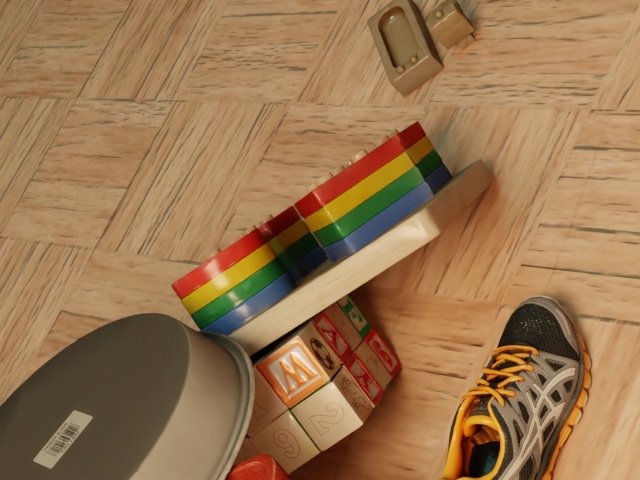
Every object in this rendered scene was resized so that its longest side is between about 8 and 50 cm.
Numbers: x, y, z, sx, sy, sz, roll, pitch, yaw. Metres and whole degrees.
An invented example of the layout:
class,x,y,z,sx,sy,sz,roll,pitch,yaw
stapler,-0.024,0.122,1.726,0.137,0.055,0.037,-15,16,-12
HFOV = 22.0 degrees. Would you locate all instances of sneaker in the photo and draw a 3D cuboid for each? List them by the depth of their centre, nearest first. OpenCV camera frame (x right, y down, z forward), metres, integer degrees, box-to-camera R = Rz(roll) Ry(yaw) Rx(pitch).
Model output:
class,x,y,z,sx,sy,sz,roll,pitch,yaw
sneaker,0.147,0.131,1.274,0.084,0.083,0.215,-12,50,40

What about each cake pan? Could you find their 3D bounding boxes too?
class,x,y,z,sx,sy,sz,roll,pitch,yaw
cake pan,-0.179,0.165,1.232,0.293,0.054,0.293,-31,29,19

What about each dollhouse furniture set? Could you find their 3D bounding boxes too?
class,x,y,z,sx,sy,sz,roll,pitch,yaw
dollhouse furniture set,0.092,-0.260,1.625,0.151,0.123,0.144,-36,40,17

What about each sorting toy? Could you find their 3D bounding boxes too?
class,x,y,z,sx,sy,sz,roll,pitch,yaw
sorting toy,0.000,0.000,1.409,0.257,0.089,0.255,-33,1,20

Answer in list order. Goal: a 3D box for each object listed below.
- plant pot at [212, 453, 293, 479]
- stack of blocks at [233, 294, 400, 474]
class,x,y,z,sx,sy,sz,roll,pitch,yaw
plant pot,-0.071,0.358,1.162,0.267,0.236,0.267,-27,38,25
stack of blocks,-0.087,0.174,1.396,0.297,0.087,0.171,-36,2,18
